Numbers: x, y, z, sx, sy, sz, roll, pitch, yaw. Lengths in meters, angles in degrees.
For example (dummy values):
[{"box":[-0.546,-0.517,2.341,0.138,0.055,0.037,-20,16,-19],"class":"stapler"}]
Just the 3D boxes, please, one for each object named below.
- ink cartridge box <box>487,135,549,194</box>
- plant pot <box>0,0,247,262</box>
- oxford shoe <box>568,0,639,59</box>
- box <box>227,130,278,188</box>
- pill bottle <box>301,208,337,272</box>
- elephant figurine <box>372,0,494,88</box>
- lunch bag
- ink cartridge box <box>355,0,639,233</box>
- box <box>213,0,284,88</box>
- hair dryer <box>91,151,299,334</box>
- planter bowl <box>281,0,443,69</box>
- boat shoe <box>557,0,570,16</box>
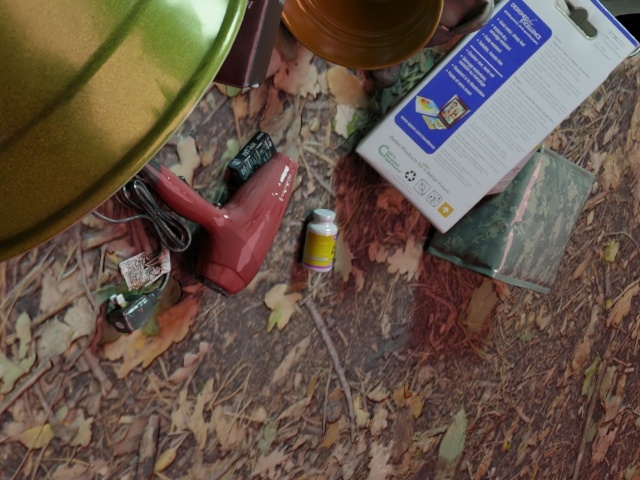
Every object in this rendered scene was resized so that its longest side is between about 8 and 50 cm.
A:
[{"box":[0.257,-0.172,1.602,0.128,0.127,0.176,-11,144,-49],"class":"ink cartridge box"},{"box":[-0.298,-0.226,0.750,0.366,0.366,0.353,-56,132,-16],"class":"plant pot"},{"box":[0.432,-0.338,1.651,0.397,0.140,0.146,113,-31,-77],"class":"oxford shoe"},{"box":[-0.078,-0.088,1.355,0.067,0.018,0.083,-51,141,-22],"class":"box"},{"box":[0.000,0.000,1.483,0.043,0.043,0.083,-14,119,-49],"class":"pill bottle"},{"box":[0.153,-0.334,1.410,0.169,0.186,0.239,-52,137,-30],"class":"elephant figurine"},{"box":[0.342,-0.040,1.805,0.287,0.169,0.235,18,93,-50],"class":"lunch bag"},{"box":[0.237,-0.197,1.455,0.371,0.176,0.069,-44,-172,17],"class":"ink cartridge box"},{"box":[-0.081,-0.351,1.049,0.191,0.143,0.381,-79,-178,-80],"class":"box"},{"box":[-0.133,-0.027,1.251,0.293,0.080,0.223,-29,129,-37],"class":"hair dryer"},{"box":[0.052,-0.320,1.269,0.090,0.217,0.217,-60,150,-47],"class":"planter bowl"},{"box":[0.276,-0.494,1.450,0.156,0.187,0.500,-36,135,-1],"class":"boat shoe"}]
